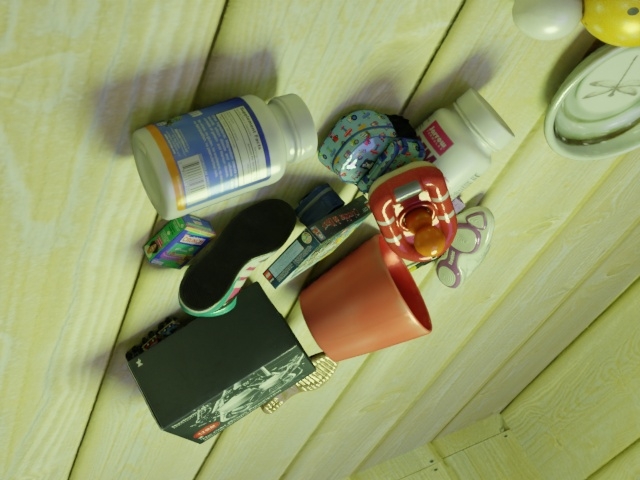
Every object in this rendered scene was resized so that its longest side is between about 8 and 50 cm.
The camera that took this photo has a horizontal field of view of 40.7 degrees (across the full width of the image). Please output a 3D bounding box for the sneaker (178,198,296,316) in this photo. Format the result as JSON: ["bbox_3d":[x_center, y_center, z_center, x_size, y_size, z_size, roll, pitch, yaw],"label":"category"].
[{"bbox_3d":[-0.174,0.048,1.723,0.295,0.124,0.178,-43,180,-23],"label":"sneaker"}]

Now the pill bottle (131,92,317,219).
[{"bbox_3d":[-0.149,-0.145,1.382,0.272,0.152,0.152,-22,152,-21],"label":"pill bottle"}]

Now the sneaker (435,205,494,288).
[{"bbox_3d":[0.398,-0.004,2.297,0.152,0.114,0.305,-38,160,-32],"label":"sneaker"}]

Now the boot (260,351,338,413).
[{"bbox_3d":[-0.075,0.318,2.228,0.248,0.207,0.090,-36,118,8],"label":"boot"}]

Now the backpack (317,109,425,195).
[{"bbox_3d":[0.090,-0.168,1.644,0.173,0.117,0.158,5,135,-47],"label":"backpack"}]

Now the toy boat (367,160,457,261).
[{"bbox_3d":[0.190,-0.030,1.638,0.151,0.151,0.231,-24,142,5],"label":"toy boat"}]

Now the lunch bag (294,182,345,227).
[{"bbox_3d":[-0.008,-0.069,1.763,0.098,0.065,0.067,-43,170,23],"label":"lunch bag"}]

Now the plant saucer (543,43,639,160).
[{"bbox_3d":[0.678,-0.345,1.938,0.400,0.101,0.400,-13,147,-8],"label":"plant saucer"}]

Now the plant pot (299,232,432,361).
[{"bbox_3d":[0.099,0.152,2.067,0.243,0.275,0.275,-28,155,14],"label":"plant pot"}]

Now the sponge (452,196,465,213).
[{"bbox_3d":[0.265,-0.082,2.070,0.117,0.031,0.210,-40,153,15],"label":"sponge"}]

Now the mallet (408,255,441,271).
[{"bbox_3d":[0.250,0.071,2.317,0.189,0.039,0.062,-29,152,-18],"label":"mallet"}]

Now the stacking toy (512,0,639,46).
[{"bbox_3d":[0.584,-0.453,1.553,0.479,0.351,0.350,-16,153,3],"label":"stacking toy"}]

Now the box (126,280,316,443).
[{"bbox_3d":[-0.215,0.291,1.979,0.343,0.179,0.312,-32,159,-3],"label":"box"}]

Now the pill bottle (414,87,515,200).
[{"bbox_3d":[0.244,-0.166,1.759,0.283,0.160,0.160,-43,152,19],"label":"pill bottle"}]

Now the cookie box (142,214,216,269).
[{"bbox_3d":[-0.266,0.002,1.630,0.107,0.040,0.092,-42,151,17],"label":"cookie box"}]

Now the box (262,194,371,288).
[{"bbox_3d":[0.000,0.000,1.754,0.159,0.044,0.233,-46,172,35],"label":"box"}]

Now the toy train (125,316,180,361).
[{"bbox_3d":[-0.368,0.222,1.898,0.158,0.036,0.027,-40,153,15],"label":"toy train"}]
